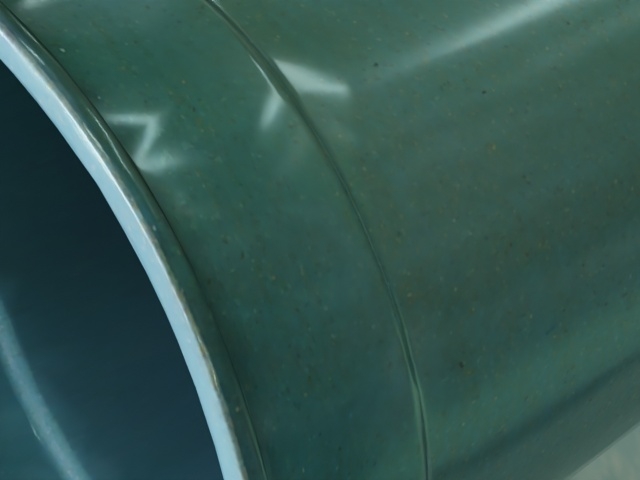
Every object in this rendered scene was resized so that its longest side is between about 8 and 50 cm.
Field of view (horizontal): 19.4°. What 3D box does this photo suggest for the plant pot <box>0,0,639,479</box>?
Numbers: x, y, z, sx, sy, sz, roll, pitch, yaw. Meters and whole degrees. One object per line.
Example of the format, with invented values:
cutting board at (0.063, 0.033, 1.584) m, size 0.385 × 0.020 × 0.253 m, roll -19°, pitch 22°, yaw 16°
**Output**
plant pot at (0.000, 0.000, 0.766) m, size 0.334 × 0.341 × 0.341 m, roll -24°, pitch 19°, yaw -34°
